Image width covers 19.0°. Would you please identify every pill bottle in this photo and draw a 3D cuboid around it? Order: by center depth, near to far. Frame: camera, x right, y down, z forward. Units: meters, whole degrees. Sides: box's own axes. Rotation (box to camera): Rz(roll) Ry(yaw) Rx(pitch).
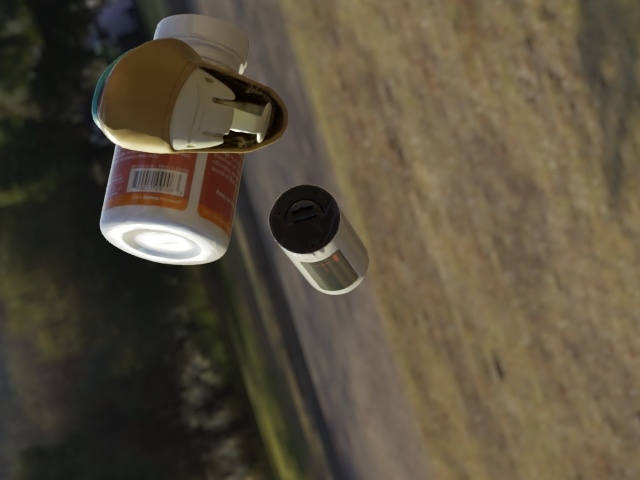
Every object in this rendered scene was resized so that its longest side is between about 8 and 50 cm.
[{"bbox_3d":[-0.128,-0.096,1.793,0.121,0.121,0.216,98,-178,-70],"label":"pill bottle"}]

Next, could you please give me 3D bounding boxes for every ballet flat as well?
[{"bbox_3d":[-0.080,-0.095,1.327,0.232,0.073,0.080,-13,-60,-72],"label":"ballet flat"}]

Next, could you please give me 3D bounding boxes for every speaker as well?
[{"bbox_3d":[0.000,0.000,1.456,0.136,0.055,0.055,56,-166,-72],"label":"speaker"}]
